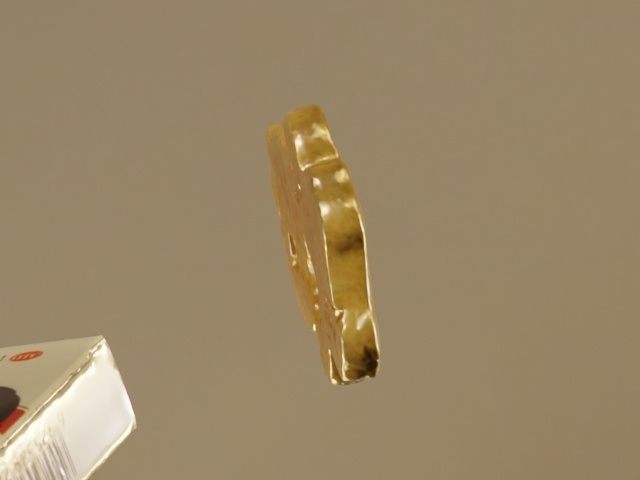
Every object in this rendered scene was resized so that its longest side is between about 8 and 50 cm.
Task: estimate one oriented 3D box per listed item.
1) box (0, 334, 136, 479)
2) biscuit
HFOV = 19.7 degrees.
[{"bbox_3d":[-0.296,0.141,0.964,0.353,0.214,0.069,-7,-68,27],"label":"box"},{"bbox_3d":[0.003,-0.001,1.202,0.035,0.249,0.184,-11,-79,-8],"label":"biscuit"}]
